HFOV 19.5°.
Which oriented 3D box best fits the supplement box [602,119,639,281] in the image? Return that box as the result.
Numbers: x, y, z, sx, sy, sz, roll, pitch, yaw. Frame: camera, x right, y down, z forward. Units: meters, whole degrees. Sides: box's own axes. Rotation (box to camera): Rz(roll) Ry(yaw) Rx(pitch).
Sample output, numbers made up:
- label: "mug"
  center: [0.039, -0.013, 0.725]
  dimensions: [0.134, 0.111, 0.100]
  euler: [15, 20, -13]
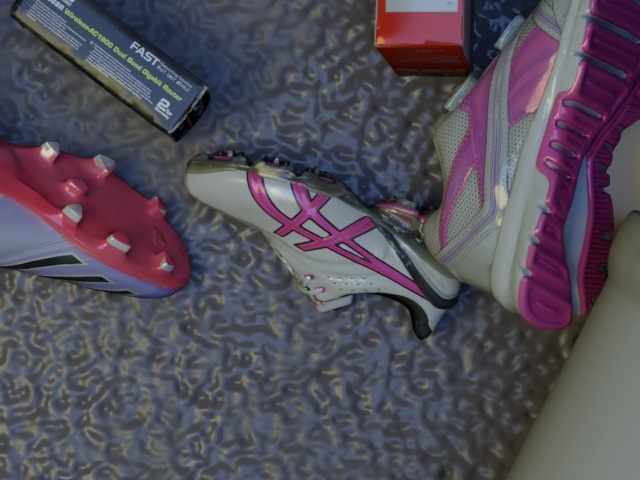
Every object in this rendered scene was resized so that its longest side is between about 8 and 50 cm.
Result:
- label: "supplement box"
  center: [0.213, -0.087, 1.146]
  dimensions: [0.078, 0.080, 0.233]
  euler: [25, 90, -3]

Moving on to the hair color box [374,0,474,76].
- label: "hair color box"
  center: [0.063, -0.149, 1.093]
  dimensions: [0.053, 0.167, 0.093]
  euler: [1, 89, 8]

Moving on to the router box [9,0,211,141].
- label: "router box"
  center: [-0.125, -0.111, 1.125]
  dimensions: [0.122, 0.092, 0.038]
  euler: [37, 88, -1]

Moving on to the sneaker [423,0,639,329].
- label: "sneaker"
  center: [0.123, -0.080, 1.079]
  dimensions: [0.111, 0.103, 0.252]
  euler: [13, 80, 40]

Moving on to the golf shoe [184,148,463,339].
- label: "golf shoe"
  center: [0.000, 0.000, 1.141]
  dimensions: [0.186, 0.067, 0.086]
  euler: [20, 90, -2]

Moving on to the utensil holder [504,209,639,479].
- label: "utensil holder"
  center: [0.226, 0.226, 1.008]
  dimensions: [0.327, 0.327, 0.385]
  euler: [26, 97, -2]

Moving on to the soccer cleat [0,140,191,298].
- label: "soccer cleat"
  center: [-0.190, -0.013, 1.103]
  dimensions: [0.248, 0.083, 0.095]
  euler: [22, 129, -36]
